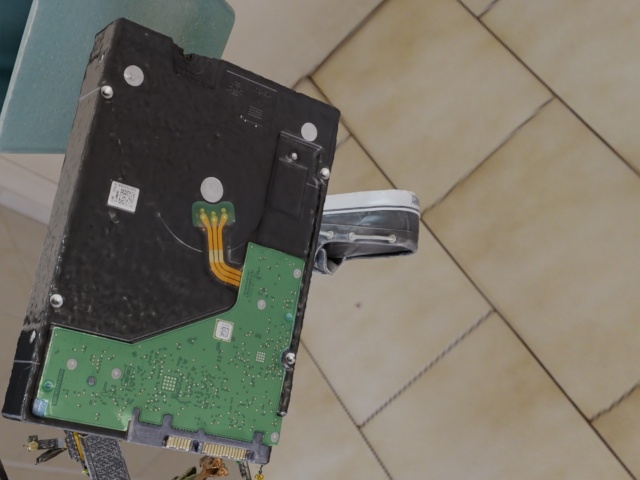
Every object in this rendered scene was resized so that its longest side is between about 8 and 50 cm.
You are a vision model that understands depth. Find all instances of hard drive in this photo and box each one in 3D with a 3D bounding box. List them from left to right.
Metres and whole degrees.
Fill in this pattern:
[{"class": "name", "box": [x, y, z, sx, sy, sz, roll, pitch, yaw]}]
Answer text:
[{"class": "hard drive", "box": [-0.118, 0.008, 0.829, 0.064, 0.237, 0.339, -11, 66, 56]}]

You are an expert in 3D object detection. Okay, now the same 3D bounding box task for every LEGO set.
[{"class": "LEGO set", "box": [-0.189, 0.318, 1.176, 0.331, 0.255, 0.192, 67, 157, -4]}]

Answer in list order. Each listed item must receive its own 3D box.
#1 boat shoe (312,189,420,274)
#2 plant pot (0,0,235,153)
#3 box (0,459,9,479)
[{"class": "boat shoe", "box": [0.000, 0.000, 1.382, 0.301, 0.108, 0.102, -6, 69, 19]}, {"class": "plant pot", "box": [-0.247, -0.242, 1.071, 0.247, 0.252, 0.248, 47, 122, 44]}, {"class": "box", "box": [-0.371, 0.180, 0.783, 0.073, 0.293, 0.296, -24, 83, 8]}]
